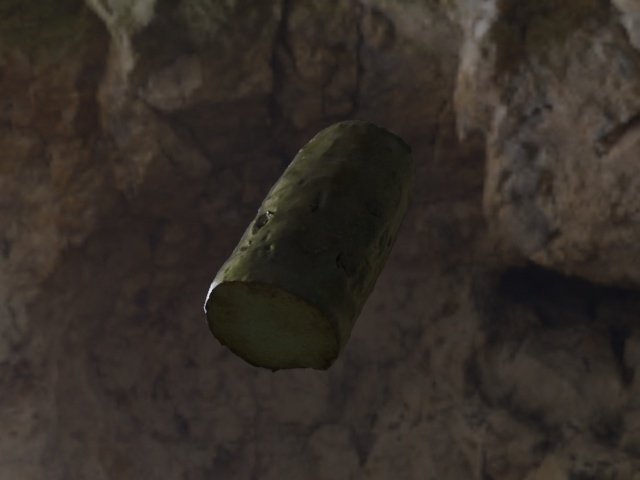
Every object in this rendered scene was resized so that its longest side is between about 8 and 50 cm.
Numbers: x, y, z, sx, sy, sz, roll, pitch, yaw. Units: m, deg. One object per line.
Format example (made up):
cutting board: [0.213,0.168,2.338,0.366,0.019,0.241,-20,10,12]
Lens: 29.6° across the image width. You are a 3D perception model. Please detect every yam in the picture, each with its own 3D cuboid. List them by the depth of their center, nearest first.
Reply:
yam: [0.000,0.000,0.920,0.107,0.107,0.194,11,-132,21]
